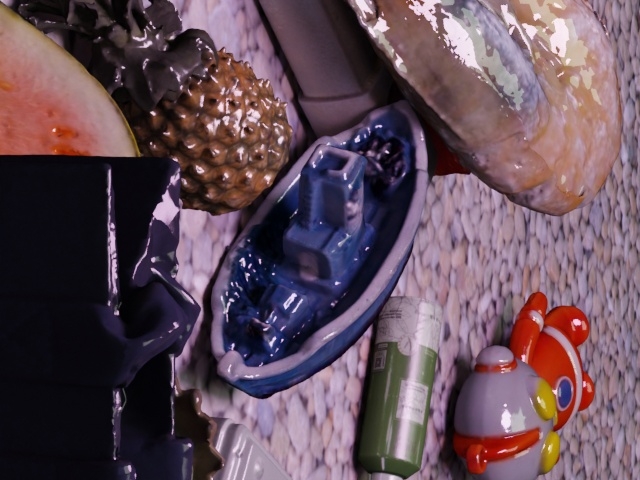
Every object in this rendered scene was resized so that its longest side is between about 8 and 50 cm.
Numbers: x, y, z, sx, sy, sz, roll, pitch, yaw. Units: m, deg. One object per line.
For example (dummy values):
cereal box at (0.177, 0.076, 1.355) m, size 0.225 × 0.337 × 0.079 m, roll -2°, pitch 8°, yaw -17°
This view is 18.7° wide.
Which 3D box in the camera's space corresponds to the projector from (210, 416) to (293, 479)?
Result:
projector at (-0.086, 0.279, 1.432) m, size 0.192 × 0.099 × 0.256 m, roll 54°, pitch 44°, yaw -49°

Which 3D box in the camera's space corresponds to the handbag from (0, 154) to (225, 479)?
handbag at (-0.202, 0.108, 0.932) m, size 0.122 × 0.329 × 0.303 m, roll -11°, pitch 101°, yaw -67°

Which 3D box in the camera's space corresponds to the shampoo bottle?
shampoo bottle at (0.068, 0.156, 1.788) m, size 0.065 × 0.065 × 0.204 m, roll 38°, pitch 58°, yaw -58°

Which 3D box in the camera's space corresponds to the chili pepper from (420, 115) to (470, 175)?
chili pepper at (0.088, -0.163, 1.725) m, size 0.252 × 0.136 × 0.144 m, roll 49°, pitch 10°, yaw -46°

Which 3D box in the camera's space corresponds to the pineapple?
pineapple at (-0.118, -0.123, 1.362) m, size 0.251 × 0.125 × 0.125 m, roll 45°, pitch 51°, yaw -43°

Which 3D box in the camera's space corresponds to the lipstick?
lipstick at (0.020, -0.140, 1.656) m, size 0.253 × 0.077 × 0.079 m, roll 62°, pitch 37°, yaw -37°

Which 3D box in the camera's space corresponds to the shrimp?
shrimp at (0.125, -0.190, 1.609) m, size 0.446 × 0.110 × 0.221 m, roll 40°, pitch 60°, yaw -37°

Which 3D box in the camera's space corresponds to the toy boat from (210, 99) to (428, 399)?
toy boat at (0.000, 0.000, 1.552) m, size 0.309 × 0.129 × 0.142 m, roll -56°, pitch 154°, yaw -31°

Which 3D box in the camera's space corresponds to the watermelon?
watermelon at (-0.204, 0.013, 1.212) m, size 0.128 × 0.159 × 0.303 m, roll 123°, pitch -13°, yaw -60°

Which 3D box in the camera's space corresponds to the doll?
doll at (0.216, 0.170, 2.035) m, size 0.336 × 0.105 × 0.199 m, roll -30°, pitch 118°, yaw -61°
